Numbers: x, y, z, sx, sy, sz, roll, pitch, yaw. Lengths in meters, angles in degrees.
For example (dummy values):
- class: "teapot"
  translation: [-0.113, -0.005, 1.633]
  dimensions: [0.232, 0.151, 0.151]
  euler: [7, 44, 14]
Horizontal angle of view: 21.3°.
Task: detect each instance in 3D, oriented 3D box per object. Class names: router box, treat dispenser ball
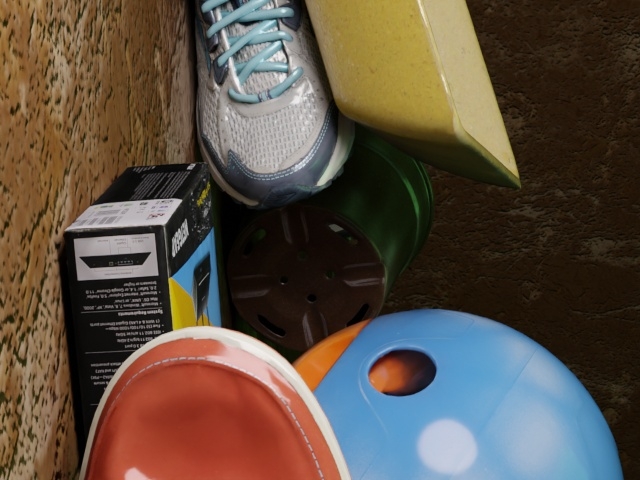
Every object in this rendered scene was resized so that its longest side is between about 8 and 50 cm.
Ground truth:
- class: "router box"
  translation: [-0.074, 0.042, 0.771]
  dimensions: [0.179, 0.046, 0.133]
  euler: [-80, 167, -79]
- class: "treat dispenser ball"
  translation: [0.078, 0.194, 1.243]
  dimensions: [0.288, 0.288, 0.288]
  euler: [-4, 90, -87]

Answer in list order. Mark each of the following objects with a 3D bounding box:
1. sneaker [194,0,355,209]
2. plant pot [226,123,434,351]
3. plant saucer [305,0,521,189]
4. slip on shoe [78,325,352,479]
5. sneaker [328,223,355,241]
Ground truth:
- class: "sneaker"
  translation: [-0.053, -0.150, 1.152]
  dimensions: [0.122, 0.110, 0.283]
  euler: [62, 15, -54]
- class: "plant pot"
  translation: [0.000, 0.000, 1.369]
  dimensions: [0.165, 0.167, 0.167]
  euler: [-67, 155, -65]
- class: "plant saucer"
  translation: [0.040, -0.196, 1.191]
  dimensions: [0.333, 0.081, 0.333]
  euler: [17, 57, -76]
- class: "slip on shoe"
  translation: [-0.043, 0.184, 0.593]
  dimensions: [0.101, 0.123, 0.331]
  euler: [70, 21, -66]
- class: "sneaker"
  translation: [-0.018, -0.130, 1.682]
  dimensions: [0.330, 0.129, 0.147]
  euler: [88, -14, -56]
